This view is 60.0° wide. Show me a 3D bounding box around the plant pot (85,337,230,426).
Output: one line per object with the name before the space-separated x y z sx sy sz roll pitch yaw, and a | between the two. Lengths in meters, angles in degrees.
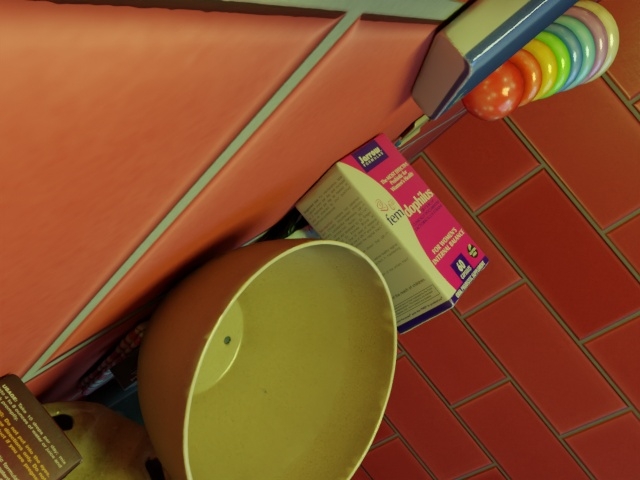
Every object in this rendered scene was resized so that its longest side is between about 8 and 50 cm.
plant pot | -0.209 0.271 0.860 0.247 0.248 0.252 -32 176 -8

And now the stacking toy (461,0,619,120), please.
stacking toy | 0.332 -0.277 0.872 0.330 0.141 0.141 -30 174 -33

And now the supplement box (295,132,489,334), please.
supplement box | 0.091 -0.009 0.718 0.111 0.220 0.114 -39 178 -41

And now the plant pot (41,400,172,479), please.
plant pot | -0.300 0.340 0.585 0.305 0.334 0.334 -54 170 35

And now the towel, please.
towel | -0.225 0.124 0.728 0.197 0.029 0.144 -40 176 35

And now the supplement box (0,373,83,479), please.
supplement box | -0.238 0.162 0.302 0.104 0.081 0.188 -40 179 11

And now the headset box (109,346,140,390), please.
headset box | -0.209 0.145 0.656 0.062 0.032 0.083 -36 177 -16

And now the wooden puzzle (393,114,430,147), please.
wooden puzzle | 0.168 -0.200 0.967 0.116 0.014 0.078 -39 174 -35

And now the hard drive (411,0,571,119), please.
hard drive | 0.224 -0.239 0.483 0.318 0.040 0.210 -40 179 4

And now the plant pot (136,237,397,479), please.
plant pot | -0.078 0.126 0.585 0.191 0.284 0.284 11 -143 41

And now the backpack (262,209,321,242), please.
backpack | 0.000 0.000 0.832 0.182 0.115 0.152 -34 179 -42
